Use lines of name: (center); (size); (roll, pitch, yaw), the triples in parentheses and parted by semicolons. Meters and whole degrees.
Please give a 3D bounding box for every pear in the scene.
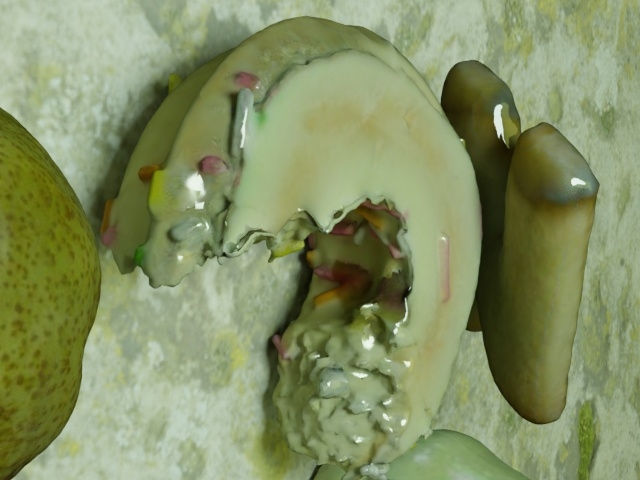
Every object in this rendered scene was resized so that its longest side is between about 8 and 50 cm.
pear: (-0.215, 0.024, 0.524); (0.211, 0.188, 0.228); (32, 67, -45)

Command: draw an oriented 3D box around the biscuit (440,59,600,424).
biscuit: (0.167, 0.002, 0.944); (0.062, 0.236, 0.290); (-13, 128, -12)

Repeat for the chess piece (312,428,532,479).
chess piece: (0.213, 0.303, 0.881); (0.234, 0.442, 0.234); (-10, 103, -50)

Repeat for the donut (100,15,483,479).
donut: (-0.001, -0.010, 0.813); (0.371, 0.150, 0.307); (52, 55, -40)
